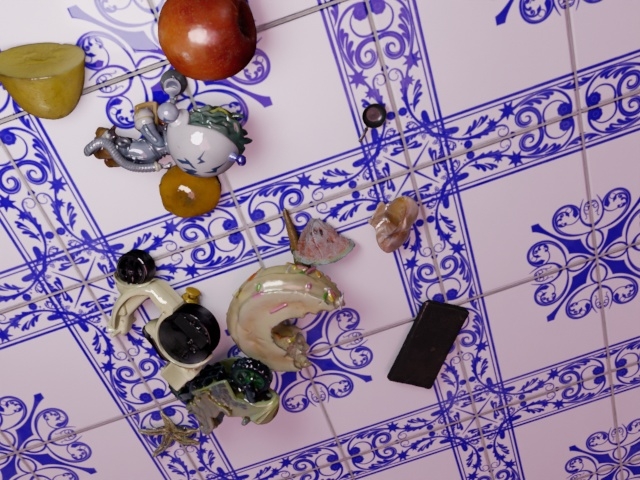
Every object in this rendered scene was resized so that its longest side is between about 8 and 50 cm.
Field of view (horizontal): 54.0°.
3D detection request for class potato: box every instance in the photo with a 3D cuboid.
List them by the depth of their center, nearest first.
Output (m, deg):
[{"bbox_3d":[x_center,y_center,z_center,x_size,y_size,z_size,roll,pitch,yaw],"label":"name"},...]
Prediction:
[{"bbox_3d":[-0.656,-0.365,1.497,0.203,0.178,0.158,-18,137,-26],"label":"potato"}]

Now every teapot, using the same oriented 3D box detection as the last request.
[{"bbox_3d":[-0.370,-0.381,1.576,0.066,0.057,0.088,3,116,-9],"label":"teapot"}]

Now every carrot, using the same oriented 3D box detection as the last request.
[{"bbox_3d":[-0.070,0.018,1.832,0.049,0.049,0.255,-16,115,1],"label":"carrot"}]

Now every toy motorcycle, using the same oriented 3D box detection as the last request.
[{"bbox_3d":[-0.285,0.470,1.927,0.410,0.169,0.237,-17,114,35],"label":"toy motorcycle"}]

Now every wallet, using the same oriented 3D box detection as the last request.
[{"bbox_3d":[0.349,0.341,2.056,0.170,0.044,0.321,15,111,-16],"label":"wallet"}]

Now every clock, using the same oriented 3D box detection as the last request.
[{"bbox_3d":[-0.470,0.230,1.799,0.379,0.120,0.276,43,113,3],"label":"clock"}]

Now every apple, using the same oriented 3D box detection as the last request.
[{"bbox_3d":[-0.258,-0.480,1.454,0.201,0.218,0.218,1,120,20],"label":"apple"}]

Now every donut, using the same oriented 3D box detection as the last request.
[{"bbox_3d":[-0.119,0.217,1.842,0.307,0.150,0.371,18,125,-11],"label":"donut"}]

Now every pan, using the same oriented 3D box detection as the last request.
[{"bbox_3d":[0.132,-0.318,1.696,0.068,0.023,0.115,26,108,-20],"label":"pan"}]

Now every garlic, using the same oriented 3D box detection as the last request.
[{"bbox_3d":[0.217,-0.048,1.811,0.124,0.099,0.174,20,113,-33],"label":"garlic"}]

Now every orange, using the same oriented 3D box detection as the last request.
[{"bbox_3d":[-0.350,-0.129,1.686,0.170,0.112,0.160,-39,115,0],"label":"orange"}]

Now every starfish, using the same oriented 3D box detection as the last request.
[{"bbox_3d":[-0.500,0.631,2.080,0.208,0.053,0.176,-8,119,-3],"label":"starfish"}]

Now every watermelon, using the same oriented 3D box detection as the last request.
[{"bbox_3d":[0.000,0.000,1.824,0.187,0.071,0.139,-15,94,-25],"label":"watermelon"}]

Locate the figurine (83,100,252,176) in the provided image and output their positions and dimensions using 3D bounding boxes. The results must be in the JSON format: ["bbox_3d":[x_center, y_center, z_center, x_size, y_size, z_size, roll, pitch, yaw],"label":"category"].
[{"bbox_3d":[-0.362,-0.251,1.569,0.381,0.261,0.186,1,87,11],"label":"figurine"}]

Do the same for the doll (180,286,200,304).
[{"bbox_3d":[-0.407,0.197,1.868,0.084,0.073,0.127,29,109,15],"label":"doll"}]
